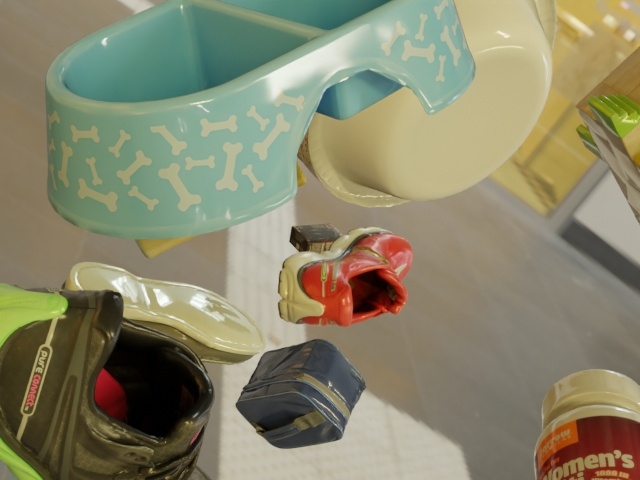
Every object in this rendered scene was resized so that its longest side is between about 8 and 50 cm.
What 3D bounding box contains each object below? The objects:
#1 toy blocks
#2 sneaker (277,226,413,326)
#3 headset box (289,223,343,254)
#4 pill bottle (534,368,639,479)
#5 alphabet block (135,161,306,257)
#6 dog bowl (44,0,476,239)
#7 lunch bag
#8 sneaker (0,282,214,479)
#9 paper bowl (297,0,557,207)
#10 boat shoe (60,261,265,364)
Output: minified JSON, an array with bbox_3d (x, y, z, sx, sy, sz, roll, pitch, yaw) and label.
[{"bbox_3d":[0.523,-0.169,1.596,0.190,0.261,0.381,49,1,43],"label":"toy blocks"},{"bbox_3d":[0.057,0.057,1.394,0.118,0.107,0.279,11,18,27],"label":"sneaker"},{"bbox_3d":[0.000,0.000,1.897,0.083,0.032,0.062,-5,29,-27],"label":"headset box"},{"bbox_3d":[0.250,0.222,1.012,0.121,0.121,0.221,32,32,-15],"label":"pill bottle"},{"bbox_3d":[-0.151,-0.125,1.296,0.193,0.197,0.192,64,-1,-21],"label":"alphabet block"},{"bbox_3d":[-0.035,-0.104,0.695,0.297,0.074,0.166,-33,40,-32],"label":"dog bowl"},{"bbox_3d":[-0.021,0.129,0.931,0.067,0.098,0.065,48,47,-21],"label":"lunch bag"},{"bbox_3d":[-0.192,0.214,1.189,0.482,0.202,0.185,65,20,-51],"label":"sneaker"},{"bbox_3d":[0.101,-0.152,1.083,0.284,0.284,0.148,16,29,-49],"label":"paper bowl"},{"bbox_3d":[-0.217,0.115,1.562,0.305,0.091,0.109,19,31,-32],"label":"boat shoe"}]
